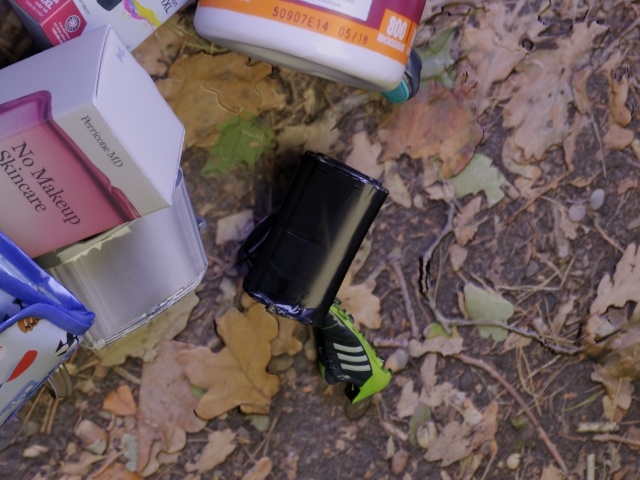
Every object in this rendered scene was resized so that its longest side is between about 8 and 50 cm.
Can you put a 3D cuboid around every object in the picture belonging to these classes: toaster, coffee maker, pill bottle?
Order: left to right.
[{"bbox_3d":[-0.226,0.013,1.962,0.227,0.129,0.146,-35,126,-18],"label":"toaster"},{"bbox_3d":[0.000,0.000,2.074,0.120,0.171,0.178,24,94,-20],"label":"coffee maker"},{"bbox_3d":[0.029,-0.366,1.891,0.224,0.224,0.392,16,91,-36],"label":"pill bottle"}]

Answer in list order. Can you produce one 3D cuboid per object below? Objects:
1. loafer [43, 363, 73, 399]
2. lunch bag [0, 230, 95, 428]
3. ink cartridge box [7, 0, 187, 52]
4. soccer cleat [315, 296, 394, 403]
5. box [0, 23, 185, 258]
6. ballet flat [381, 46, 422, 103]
[{"bbox_3d":[-0.318,0.117,1.995,0.050,0.056,0.148,-37,115,-14],"label":"loafer"},{"bbox_3d":[-0.433,0.091,1.690,0.328,0.239,0.385,-46,130,3],"label":"lunch bag"},{"bbox_3d":[-0.214,-0.255,1.867,0.175,0.072,0.127,-43,149,-10],"label":"ink cartridge box"},{"bbox_3d":[0.021,0.128,2.213,0.072,0.060,0.179,-36,126,0],"label":"soccer cleat"},{"bbox_3d":[-0.271,-0.084,1.824,0.232,0.127,0.148,-20,128,20],"label":"box"},{"bbox_3d":[0.058,-0.247,2.078,0.074,0.074,0.203,-40,119,-13],"label":"ballet flat"}]
